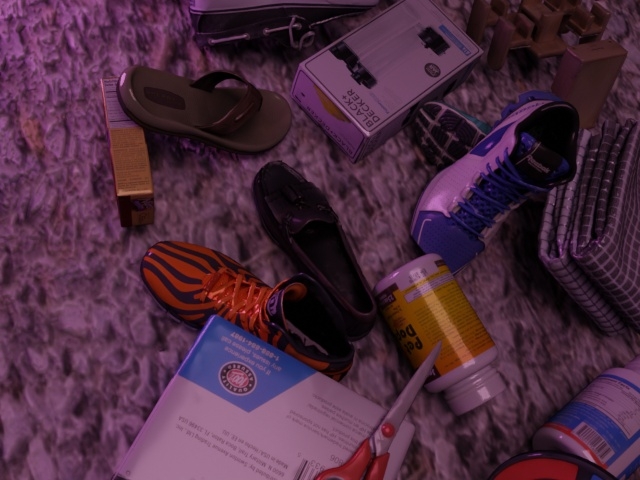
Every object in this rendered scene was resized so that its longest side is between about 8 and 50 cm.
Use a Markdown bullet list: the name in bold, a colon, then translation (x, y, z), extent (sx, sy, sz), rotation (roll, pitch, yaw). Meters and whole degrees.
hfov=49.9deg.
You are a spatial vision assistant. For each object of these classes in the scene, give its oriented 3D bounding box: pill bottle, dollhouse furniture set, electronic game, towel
- **pill bottle**: translation (0.422, 0.261, 0.986), extent (0.221, 0.124, 0.124), rotation (-31, 78, -23)
- **dollhouse furniture set**: translation (0.406, -0.326, 1.239), extent (0.212, 0.161, 0.242), rotation (-14, 50, -19)
- **electronic game**: translation (0.306, 0.380, 0.871), extent (0.048, 0.229, 0.229), rotation (-8, 66, -53)
- **towel**: translation (0.464, -0.024, 1.070), extent (0.235, 0.121, 0.283), rotation (38, 60, -30)
- **pill bottle**: translation (0.172, 0.134, 0.980), extent (0.117, 0.117, 0.215), rotation (-25, 75, -21)

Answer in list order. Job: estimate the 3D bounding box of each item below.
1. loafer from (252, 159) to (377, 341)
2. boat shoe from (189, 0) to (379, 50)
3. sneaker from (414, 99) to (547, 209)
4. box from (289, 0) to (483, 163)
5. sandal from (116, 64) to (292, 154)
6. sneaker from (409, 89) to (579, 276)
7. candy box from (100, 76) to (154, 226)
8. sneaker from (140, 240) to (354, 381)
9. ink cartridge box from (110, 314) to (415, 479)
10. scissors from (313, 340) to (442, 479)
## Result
- **loafer**: translation (0.000, 0.000, 1.005), extent (0.109, 0.095, 0.302), rotation (-24, 76, -21)
- **boat shoe**: translation (-0.055, -0.362, 1.118), extent (0.306, 0.105, 0.113), rotation (-7, 28, -6)
- **sneaker**: translation (0.280, -0.149, 1.149), extent (0.275, 0.107, 0.110), rotation (30, 45, -6)
- **box**: translation (0.113, -0.278, 1.150), extent (0.290, 0.087, 0.169), rotation (-37, 81, -23)
- **sandal**: translation (-0.148, -0.199, 1.008), extent (0.303, 0.086, 0.120), rotation (-1, 64, -48)
- **sneaker**: translation (0.259, -0.092, 0.993), extent (0.127, 0.182, 0.315), rotation (38, 97, -4)
- **candy box**: translation (-0.276, -0.126, 0.984), extent (0.053, 0.109, 0.186), rotation (-7, 69, -16)
- **sneaker**: translation (-0.088, 0.074, 0.907), extent (0.321, 0.180, 0.124), rotation (29, 63, -1)
- **ink cartridge box**: translation (-0.108, 0.336, 0.803), extent (0.285, 0.166, 0.395), rotation (30, 63, -1)
- **scissors**: translation (0.060, 0.229, 0.789), extent (0.109, 0.021, 0.297), rotation (24, 65, -5)
